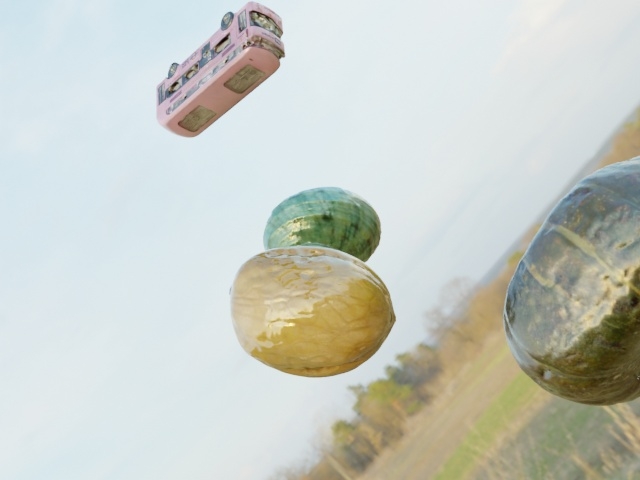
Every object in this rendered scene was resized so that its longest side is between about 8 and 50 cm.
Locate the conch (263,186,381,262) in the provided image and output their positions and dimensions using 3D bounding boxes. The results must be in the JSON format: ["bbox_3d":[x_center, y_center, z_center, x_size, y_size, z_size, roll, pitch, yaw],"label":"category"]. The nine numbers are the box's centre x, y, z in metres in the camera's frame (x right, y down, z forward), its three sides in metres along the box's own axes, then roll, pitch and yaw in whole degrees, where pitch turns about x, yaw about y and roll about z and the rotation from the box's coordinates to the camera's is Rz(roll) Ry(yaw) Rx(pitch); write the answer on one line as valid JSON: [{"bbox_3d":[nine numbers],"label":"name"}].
[{"bbox_3d":[0.003,-0.002,1.392,0.188,0.176,0.122,-55,22,-10],"label":"conch"}]

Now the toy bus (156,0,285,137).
[{"bbox_3d":[-0.127,-0.205,1.115,0.063,0.090,0.203,23,-43,-39],"label":"toy bus"}]

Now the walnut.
[{"bbox_3d":[-0.010,0.074,0.944,0.144,0.180,0.144,10,-90,-90],"label":"walnut"}]

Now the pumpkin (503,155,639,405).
[{"bbox_3d":[0.263,0.037,0.732,0.219,0.162,0.218,-26,-43,-27],"label":"pumpkin"}]
